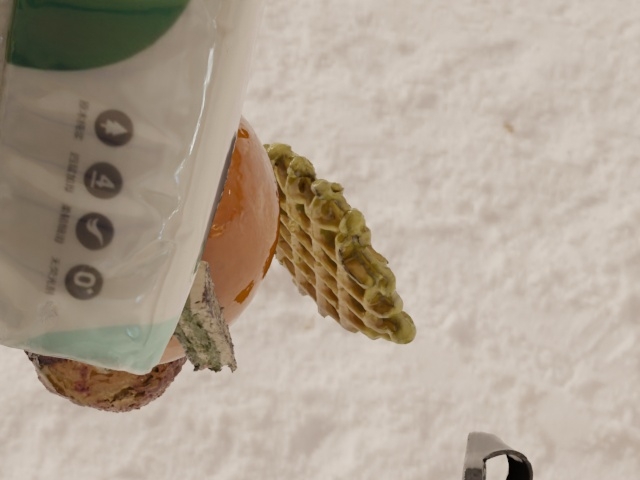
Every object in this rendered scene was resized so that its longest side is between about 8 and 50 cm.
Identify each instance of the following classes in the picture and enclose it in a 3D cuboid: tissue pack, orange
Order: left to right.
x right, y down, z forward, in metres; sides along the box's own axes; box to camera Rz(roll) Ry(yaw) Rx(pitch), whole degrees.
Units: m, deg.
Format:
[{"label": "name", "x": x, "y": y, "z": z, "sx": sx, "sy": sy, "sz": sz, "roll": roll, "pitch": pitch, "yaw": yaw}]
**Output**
[{"label": "tissue pack", "x": -0.134, "y": -0.140, "z": 0.800, "sx": 0.194, "sy": 0.356, "sz": 0.266, "roll": 12, "pitch": 24, "yaw": -7}, {"label": "orange", "x": -0.191, "y": -0.027, "z": 1.312, "sx": 0.312, "sy": 0.312, "sz": 0.312, "roll": -1, "pitch": 53, "yaw": 1}]

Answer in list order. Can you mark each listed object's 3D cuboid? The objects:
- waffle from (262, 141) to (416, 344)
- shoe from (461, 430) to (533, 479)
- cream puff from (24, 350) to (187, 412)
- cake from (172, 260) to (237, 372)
[{"label": "waffle", "x": -0.003, "y": 0.002, "z": 1.600, "sx": 0.060, "sy": 0.312, "sz": 0.307, "roll": -37, "pitch": 32, "yaw": -18}, {"label": "shoe", "x": 0.224, "y": 0.316, "z": 1.641, "sx": 0.093, "sy": 0.241, "sz": 0.108, "roll": 7, "pitch": 94, "yaw": 9}, {"label": "cream puff", "x": -0.288, "y": 0.117, "z": 1.758, "sx": 0.240, "sy": 0.164, "sz": 0.240, "roll": 0, "pitch": 97, "yaw": 2}, {"label": "cake", "x": -0.109, "y": 0.083, "z": 1.153, "sx": 0.051, "sy": 0.140, "sz": 0.055, "roll": -7, "pitch": 41, "yaw": 9}]
